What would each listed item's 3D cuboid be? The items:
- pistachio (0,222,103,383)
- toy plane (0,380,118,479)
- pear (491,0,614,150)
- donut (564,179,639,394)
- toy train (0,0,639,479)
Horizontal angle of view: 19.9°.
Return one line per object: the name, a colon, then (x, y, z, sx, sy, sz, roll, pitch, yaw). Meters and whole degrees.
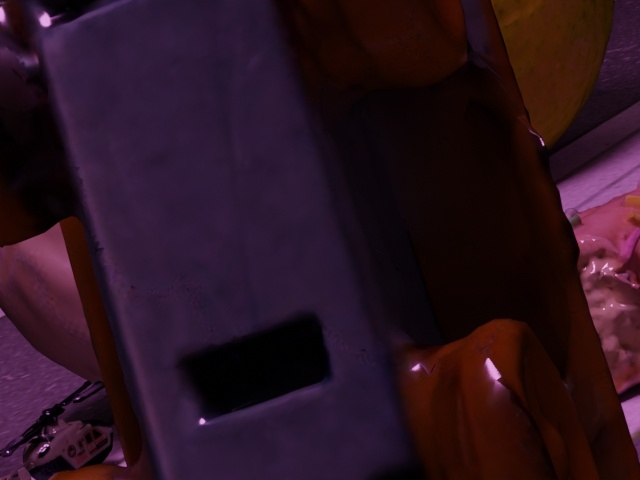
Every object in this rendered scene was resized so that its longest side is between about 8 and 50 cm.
pistachio: (-0.035, -0.009, 1.072, 0.332, 0.207, 0.226, -11, -32, -3)
toy plane: (-0.147, 0.116, 0.978, 0.031, 0.049, 0.121, -11, 13, 34)
pear: (0.039, -0.190, 1.394, 0.391, 0.391, 0.391, -17, 11, 3)
donut: (0.204, 0.011, 0.851, 0.233, 0.085, 0.199, -8, 14, 36)
toy train: (0.000, 0.000, 0.569, 0.163, 0.369, 0.231, -20, -10, 19)
